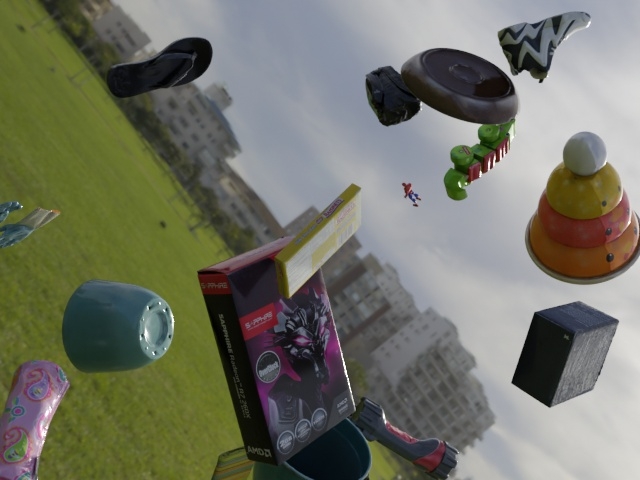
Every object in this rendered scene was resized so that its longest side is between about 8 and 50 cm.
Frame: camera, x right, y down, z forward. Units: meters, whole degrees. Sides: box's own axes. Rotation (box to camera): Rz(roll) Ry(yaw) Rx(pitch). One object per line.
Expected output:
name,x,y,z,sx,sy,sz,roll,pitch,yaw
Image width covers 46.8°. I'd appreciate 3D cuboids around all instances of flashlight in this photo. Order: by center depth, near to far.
flashlight,0.221,0.522,1.970,0.304,0.103,0.103,35,9,-9

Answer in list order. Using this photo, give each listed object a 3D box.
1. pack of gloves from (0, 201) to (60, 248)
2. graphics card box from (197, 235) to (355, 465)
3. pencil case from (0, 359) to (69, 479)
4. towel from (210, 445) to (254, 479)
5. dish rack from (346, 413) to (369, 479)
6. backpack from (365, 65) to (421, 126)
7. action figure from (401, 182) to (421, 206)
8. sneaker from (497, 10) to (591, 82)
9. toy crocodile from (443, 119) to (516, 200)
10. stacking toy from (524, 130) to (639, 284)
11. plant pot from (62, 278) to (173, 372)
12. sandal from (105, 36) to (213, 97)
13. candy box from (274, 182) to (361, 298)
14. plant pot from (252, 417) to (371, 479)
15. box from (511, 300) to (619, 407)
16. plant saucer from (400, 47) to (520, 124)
pack of gloves,-0.875,-0.053,2.042,0.195,0.232,0.046,20,43,-62
graphics card box,-0.074,0.197,1.382,0.094,0.232,0.371,-3,-77,43
pencil case,-0.599,0.384,1.492,0.284,0.124,0.124,-86,152,-44
towel,-0.206,0.527,1.577,0.102,0.237,0.021,-4,37,-42
dish rack,0.040,0.611,2.071,0.074,0.208,0.272,155,-70,-68
backpack,0.197,-0.422,2.164,0.115,0.151,0.182,87,-19,-52
action figure,0.260,-0.137,2.148,0.030,0.038,0.115,23,-13,33
sneaker,0.567,-0.475,1.845,0.094,0.234,0.153,-156,-128,-77
toy crocodile,0.473,-0.245,2.170,0.105,0.340,0.115,32,-32,35
stacking toy,0.756,-0.125,2.140,0.350,0.350,0.480,48,-9,39
plant pot,-0.593,0.265,2.254,0.235,0.293,0.293,0,-33,23
sandal,-0.350,-0.378,1.655,0.054,0.254,0.097,37,-31,53
candy box,0.000,0.000,1.268,0.027,0.206,0.105,31,-31,26
plant pot,-0.051,0.575,1.805,0.271,0.255,0.272,20,26,-10
box,0.455,0.207,1.376,0.093,0.158,0.156,31,-63,43
plant saucer,0.350,-0.390,1.808,0.310,0.310,0.050,49,-42,32
